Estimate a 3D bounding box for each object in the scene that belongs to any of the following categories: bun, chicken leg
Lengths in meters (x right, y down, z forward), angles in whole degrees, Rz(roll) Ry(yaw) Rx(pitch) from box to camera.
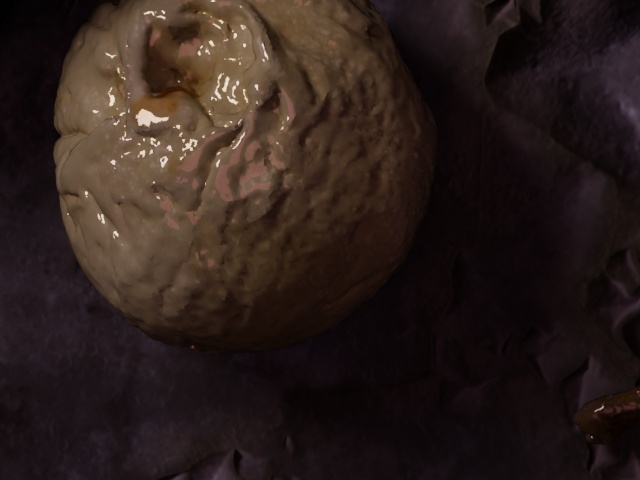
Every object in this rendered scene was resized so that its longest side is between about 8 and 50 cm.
[{"bbox_3d":[-0.081,-0.085,1.153,0.349,0.227,0.352,32,88,19],"label":"bun"},{"bbox_3d":[0.331,0.143,1.256,0.198,0.069,0.085,-17,117,12],"label":"chicken leg"}]

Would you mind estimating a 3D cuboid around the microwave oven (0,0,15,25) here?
[{"bbox_3d":[-0.366,-0.310,1.106,0.286,0.218,0.355,48,134,-1],"label":"microwave oven"}]
